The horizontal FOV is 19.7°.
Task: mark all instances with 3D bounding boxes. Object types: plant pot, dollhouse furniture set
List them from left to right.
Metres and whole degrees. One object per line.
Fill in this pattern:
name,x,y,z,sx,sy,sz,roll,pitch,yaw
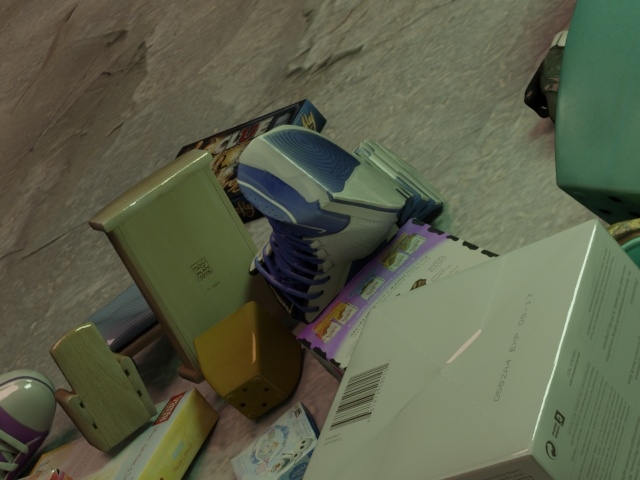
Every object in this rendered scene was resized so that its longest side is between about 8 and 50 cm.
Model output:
dollhouse furniture set,-0.222,0.043,1.983,0.286,0.198,0.303,-36,19,-20
plant pot,-0.069,0.128,1.833,0.081,0.081,0.083,-34,38,19
plant pot,0.303,-0.125,1.542,0.166,0.165,0.234,7,72,47

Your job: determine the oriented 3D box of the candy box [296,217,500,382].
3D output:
candy box,0.087,0.075,1.683,0.165,0.070,0.196,-46,23,-7

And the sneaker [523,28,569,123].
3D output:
sneaker,0.271,-0.149,1.772,0.106,0.078,0.234,-51,21,-12

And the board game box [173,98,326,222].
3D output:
board game box,-0.117,-0.078,2.291,0.243,0.042,0.165,-18,34,44

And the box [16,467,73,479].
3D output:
box,-0.318,0.341,1.763,0.300,0.154,0.142,-21,31,40

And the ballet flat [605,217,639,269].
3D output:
ballet flat,0.166,0.094,1.503,0.348,0.123,0.123,-36,25,17

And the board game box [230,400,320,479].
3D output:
board game box,-0.039,0.203,1.727,0.090,0.020,0.090,-40,24,5

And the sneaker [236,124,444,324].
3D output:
sneaker,0.000,0.000,1.796,0.182,0.127,0.315,-54,-19,13

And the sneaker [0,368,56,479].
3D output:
sneaker,-0.381,0.282,2.046,0.282,0.102,0.161,-52,26,7

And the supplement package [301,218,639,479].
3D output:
supplement package,0.155,0.167,1.182,0.198,0.262,0.199,-23,30,39

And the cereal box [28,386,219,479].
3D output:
cereal box,-0.229,0.252,1.887,0.240,0.047,0.173,-25,21,35
